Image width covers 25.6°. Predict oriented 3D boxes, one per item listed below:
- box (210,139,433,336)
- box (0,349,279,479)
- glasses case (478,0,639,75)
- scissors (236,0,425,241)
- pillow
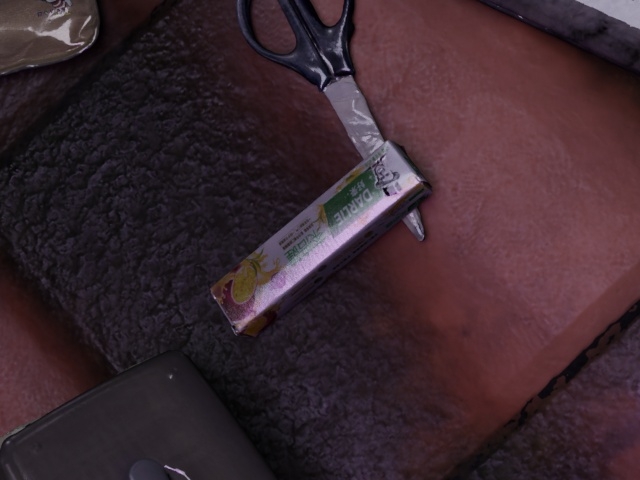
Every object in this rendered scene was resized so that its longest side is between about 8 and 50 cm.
[{"bbox_3d":[0.000,0.000,1.188,0.207,0.041,0.050,-39,70,10],"label":"box"},{"bbox_3d":[-0.121,0.242,1.079,0.220,0.166,0.290,-28,69,-28],"label":"box"},{"bbox_3d":[0.230,-0.219,1.178,0.299,0.060,0.114,30,89,19],"label":"glasses case"},{"bbox_3d":[0.022,-0.127,1.232,0.109,0.022,0.300,-31,73,10],"label":"scissors"},{"bbox_3d":[-0.311,-0.202,1.327,0.217,0.033,0.130,-15,74,11],"label":"pillow"}]
